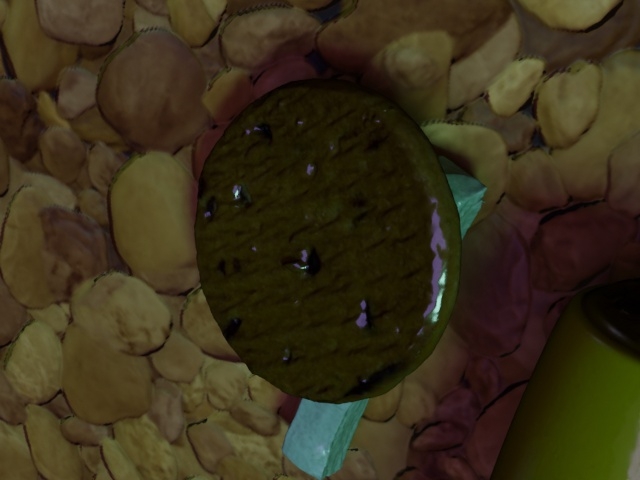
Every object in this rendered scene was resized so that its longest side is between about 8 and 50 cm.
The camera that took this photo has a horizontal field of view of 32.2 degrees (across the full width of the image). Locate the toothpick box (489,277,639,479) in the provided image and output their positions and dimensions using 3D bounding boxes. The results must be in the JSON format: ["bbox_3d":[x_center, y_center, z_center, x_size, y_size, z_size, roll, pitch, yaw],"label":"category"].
[{"bbox_3d":[0.175,0.159,0.621,0.175,0.175,0.271,18,111,19],"label":"toothpick box"}]

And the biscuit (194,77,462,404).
[{"bbox_3d":[0.000,0.000,0.694,0.212,0.036,0.212,6,100,39],"label":"biscuit"}]

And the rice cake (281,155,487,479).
[{"bbox_3d":[0.037,0.055,0.723,0.045,0.042,0.245,38,120,23],"label":"rice cake"}]
